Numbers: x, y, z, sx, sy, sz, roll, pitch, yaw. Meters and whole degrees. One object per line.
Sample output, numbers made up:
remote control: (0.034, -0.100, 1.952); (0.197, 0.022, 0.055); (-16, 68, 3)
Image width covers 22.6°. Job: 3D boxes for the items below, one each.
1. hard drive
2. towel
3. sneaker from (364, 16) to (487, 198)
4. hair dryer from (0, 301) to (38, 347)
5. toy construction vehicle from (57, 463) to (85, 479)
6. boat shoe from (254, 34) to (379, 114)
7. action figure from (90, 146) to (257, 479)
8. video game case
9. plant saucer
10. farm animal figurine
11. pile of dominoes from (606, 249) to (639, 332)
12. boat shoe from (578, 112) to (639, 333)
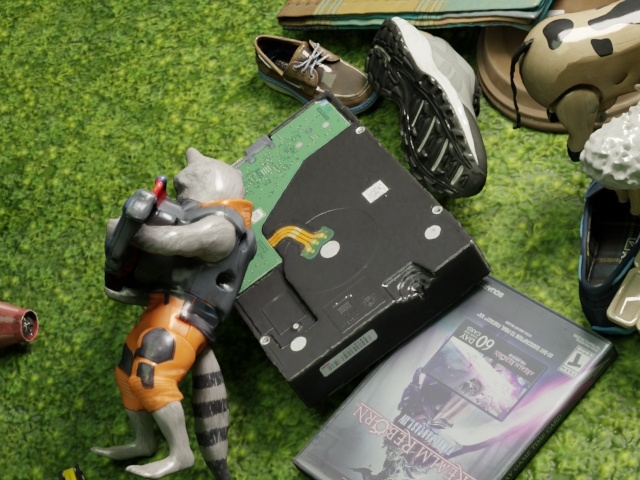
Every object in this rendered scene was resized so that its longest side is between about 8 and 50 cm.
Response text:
hard drive: (0.000, 0.000, 1.707); (0.237, 0.064, 0.339); (-37, 43, -3)
towel: (0.152, -0.342, 1.900); (0.370, 0.040, 0.271); (5, 49, 39)
sneaker: (0.137, -0.148, 1.739); (0.271, 0.108, 0.100); (-109, 36, -46)
hair dryer: (-0.449, 0.158, 1.841); (0.293, 0.080, 0.223); (-36, 62, 5)
toy construction vehicle: (-0.271, 0.291, 1.655); (0.086, 0.035, 0.098); (-23, 49, -6)
boat shoe: (-0.012, -0.198, 1.885); (0.183, 0.066, 0.066); (19, 65, 37)
action figure: (-0.145, 0.072, 1.652); (0.179, 0.341, 0.330); (13, 84, -4)
video game case: (0.128, 0.163, 1.553); (0.274, 0.026, 0.196); (-47, 48, -14)
plant saucer: (0.300, -0.238, 1.776); (0.278, 0.041, 0.277); (-14, 50, 18)
farm animal figurine: (0.325, -0.214, 1.557); (0.327, 0.172, 0.330); (-28, 41, -11)
pile of dominoes: (0.410, 0.019, 1.508); (0.196, 0.040, 0.251); (26, 69, 18)
boat shoe: (0.309, -0.033, 1.571); (0.109, 0.089, 0.258); (-6, 52, 23)
